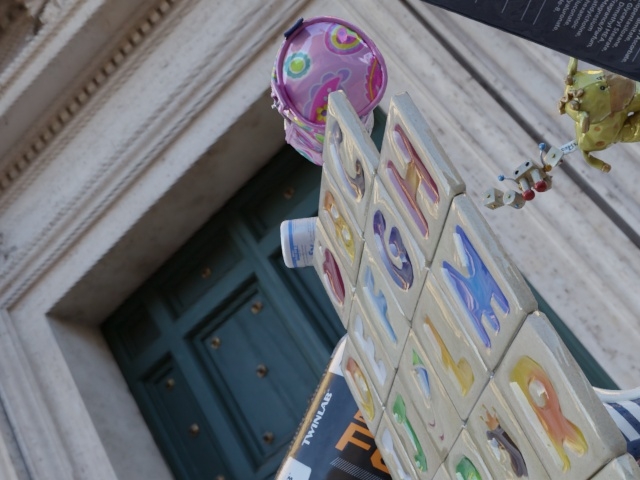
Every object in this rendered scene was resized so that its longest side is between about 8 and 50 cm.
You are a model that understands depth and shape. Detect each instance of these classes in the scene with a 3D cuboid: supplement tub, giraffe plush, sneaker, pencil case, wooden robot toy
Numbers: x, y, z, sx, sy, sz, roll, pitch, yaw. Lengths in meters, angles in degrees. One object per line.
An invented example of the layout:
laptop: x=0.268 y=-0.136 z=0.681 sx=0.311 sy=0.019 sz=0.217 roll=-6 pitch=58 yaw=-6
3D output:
supplement tub: x=0.069 y=0.235 z=0.951 sx=0.316 sy=0.193 sz=0.193 roll=-65 pitch=-29 yaw=-11
giraffe plush: x=0.458 y=-0.230 z=1.365 sx=0.210 sy=0.181 sz=0.170 roll=-41 pitch=-32 yaw=12
sneaker: x=0.492 y=0.306 z=1.291 sx=0.350 sy=0.148 sz=0.131 roll=-6 pitch=-36 yaw=19
pencil case: x=0.007 y=-0.158 z=0.944 sx=0.124 sy=0.124 sz=0.284 roll=-35 pitch=-2 yaw=0
wooden robot toy: x=0.369 y=-0.094 z=1.445 sx=0.079 sy=0.076 sz=0.173 roll=22 pitch=-47 yaw=-36
supplement tub: x=0.000 y=0.000 z=1.199 sx=0.107 sy=0.071 sz=0.071 roll=-7 pitch=-32 yaw=5

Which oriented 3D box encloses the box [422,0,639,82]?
box: x=0.334 y=-0.366 z=1.003 sx=0.395 sy=0.293 sz=0.212 roll=20 pitch=-54 yaw=-1

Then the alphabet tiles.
alphabet tiles: x=0.069 y=0.102 z=0.424 sx=0.011 sy=0.343 sz=0.285 roll=-18 pitch=-29 yaw=-14
